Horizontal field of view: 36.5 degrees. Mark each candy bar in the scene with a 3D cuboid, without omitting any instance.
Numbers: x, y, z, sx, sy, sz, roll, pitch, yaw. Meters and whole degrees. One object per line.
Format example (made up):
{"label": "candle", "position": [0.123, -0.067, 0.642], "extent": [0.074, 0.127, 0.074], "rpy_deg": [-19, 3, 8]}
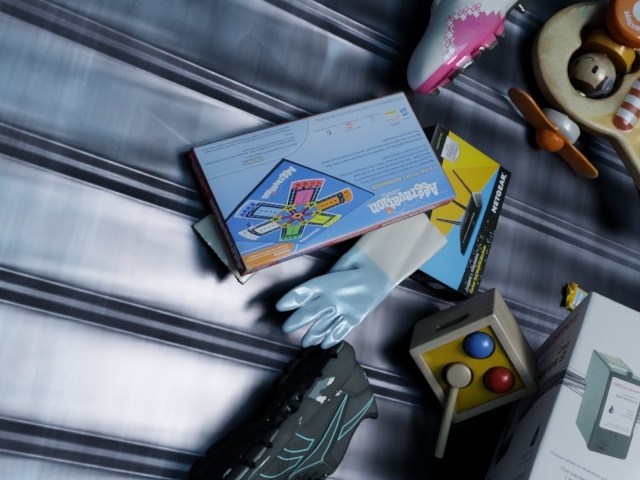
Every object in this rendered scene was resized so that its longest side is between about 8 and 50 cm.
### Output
{"label": "candy bar", "position": [0.393, 0.103, 1.348], "extent": [0.161, 0.018, 0.040], "rpy_deg": [27, 70, -29]}

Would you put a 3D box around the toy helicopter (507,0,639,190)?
{"label": "toy helicopter", "position": [0.398, -0.149, 1.301], "extent": [0.235, 0.140, 0.355], "rpy_deg": [-28, 88, -10]}

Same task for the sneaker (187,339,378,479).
{"label": "sneaker", "position": [-0.032, 0.220, 1.001], "extent": [0.267, 0.101, 0.106], "rpy_deg": [-43, 110, -29]}

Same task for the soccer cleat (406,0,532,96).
{"label": "soccer cleat", "position": [0.183, -0.309, 1.212], "extent": [0.143, 0.116, 0.331], "rpy_deg": [46, 59, -3]}

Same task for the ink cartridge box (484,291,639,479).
{"label": "ink cartridge box", "position": [0.286, 0.235, 1.117], "extent": [0.121, 0.211, 0.289], "rpy_deg": [26, 59, 4]}

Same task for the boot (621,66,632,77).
{"label": "boot", "position": [0.497, -0.236, 1.448], "extent": [0.106, 0.037, 0.114], "rpy_deg": [49, 57, -22]}

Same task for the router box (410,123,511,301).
{"label": "router box", "position": [0.153, -0.032, 1.185], "extent": [0.133, 0.046, 0.179], "rpy_deg": [28, 70, -27]}

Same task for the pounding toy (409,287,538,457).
{"label": "pounding toy", "position": [0.170, 0.155, 1.129], "extent": [0.130, 0.141, 0.100], "rpy_deg": [58, 22, -14]}

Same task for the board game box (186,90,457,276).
{"label": "board game box", "position": [0.008, -0.069, 1.067], "extent": [0.281, 0.027, 0.145], "rpy_deg": [-19, 76, -29]}

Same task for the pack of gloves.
{"label": "pack of gloves", "position": [0.000, 0.000, 1.083], "extent": [0.232, 0.046, 0.195], "rpy_deg": [-40, 87, -29]}
